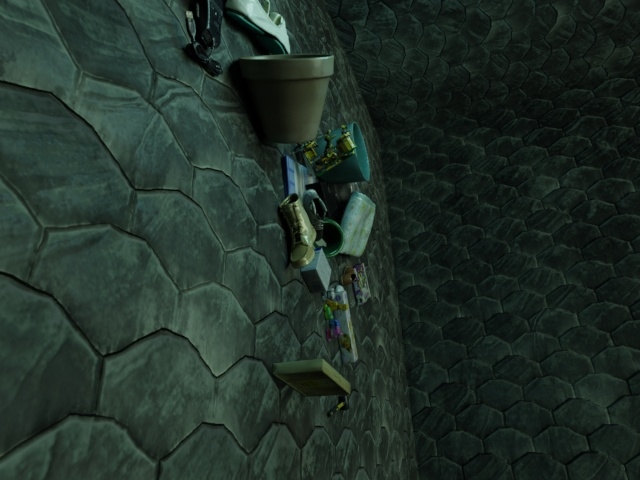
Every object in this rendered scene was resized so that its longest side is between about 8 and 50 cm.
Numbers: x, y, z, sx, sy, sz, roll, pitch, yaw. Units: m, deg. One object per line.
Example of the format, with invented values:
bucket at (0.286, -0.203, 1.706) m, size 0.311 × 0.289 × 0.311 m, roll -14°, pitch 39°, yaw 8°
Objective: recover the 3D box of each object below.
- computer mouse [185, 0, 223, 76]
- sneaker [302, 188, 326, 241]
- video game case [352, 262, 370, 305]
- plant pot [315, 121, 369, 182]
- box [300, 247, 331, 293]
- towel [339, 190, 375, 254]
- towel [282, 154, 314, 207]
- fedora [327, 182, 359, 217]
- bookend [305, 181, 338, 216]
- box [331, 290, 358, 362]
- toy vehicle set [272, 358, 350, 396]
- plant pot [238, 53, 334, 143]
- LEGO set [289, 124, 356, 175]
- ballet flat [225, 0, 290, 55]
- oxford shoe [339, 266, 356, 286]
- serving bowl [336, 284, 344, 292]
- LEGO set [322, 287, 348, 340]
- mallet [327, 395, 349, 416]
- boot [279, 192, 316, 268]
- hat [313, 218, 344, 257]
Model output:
computer mouse at (-0.343, -0.620, 1.173) m, size 0.184 × 0.060 × 0.262 m, roll -10°, pitch 101°, yaw -76°
sneaker at (-0.018, -0.083, 1.664) m, size 0.132 × 0.086 × 0.229 m, roll -138°, pitch -146°, yaw -60°
video game case at (0.232, 0.249, 2.394) m, size 0.232 × 0.041 × 0.211 m, roll -13°, pitch 91°, yaw -72°
plant pot at (0.095, -0.418, 2.070) m, size 0.293 × 0.235 × 0.293 m, roll -11°, pitch 90°, yaw -71°
box at (-0.016, 0.123, 1.682) m, size 0.137 × 0.072 × 0.126 m, roll -75°, pitch 148°, yaw -52°
towel at (0.192, -0.073, 2.196) m, size 0.374 × 0.090 × 0.321 m, roll 18°, pitch 88°, yaw -69°
towel at (-0.086, -0.224, 1.743) m, size 0.285 × 0.034 × 0.210 m, roll 21°, pitch 62°, yaw -67°
fedora at (0.133, -0.274, 2.254) m, size 0.243 × 0.124 × 0.276 m, roll 33°, pitch 49°, yaw -58°
bookend at (0.010, -0.194, 1.830) m, size 0.156 × 0.072 × 0.157 m, roll -51°, pitch 128°, yaw -63°
box at (0.110, 0.400, 1.911) m, size 0.067 × 0.063 × 0.324 m, roll 2°, pitch 77°, yaw -72°
toy vehicle set at (-0.022, 0.447, 1.326) m, size 0.267 × 0.165 × 0.035 m, roll 57°, pitch 29°, yaw -49°
plant pot at (-0.110, -0.505, 1.467) m, size 0.323 × 0.322 × 0.281 m, roll -66°, pitch 157°, yaw -60°
LEGO set at (0.015, -0.413, 1.762) m, size 0.192 × 0.254 × 0.331 m, roll 59°, pitch 13°, yaw -3°
ballet flat at (-0.203, -0.812, 1.540) m, size 0.400 × 0.139 × 0.139 m, roll 1°, pitch 79°, yaw -69°
oxford shoe at (0.157, 0.186, 2.160) m, size 0.212 × 0.075 × 0.076 m, roll -49°, pitch 124°, yaw -69°
serving bowl at (0.103, 0.260, 2.029) m, size 0.083 × 0.027 × 0.084 m, roll -10°, pitch 90°, yaw -72°
LEGO set at (0.072, 0.315, 1.797) m, size 0.087 × 0.093 × 0.227 m, roll 27°, pitch 54°, yaw -68°
mallet at (0.071, 0.672, 1.686) m, size 0.189 × 0.039 × 0.063 m, roll 26°, pitch 57°, yaw -63°
boot at (-0.089, -0.040, 1.523) m, size 0.262 × 0.095 × 0.204 m, roll -77°, pitch 151°, yaw -54°
hat at (0.000, 0.000, 1.875) m, size 0.208 × 0.183 × 0.173 m, roll -24°, pitch 91°, yaw -28°
